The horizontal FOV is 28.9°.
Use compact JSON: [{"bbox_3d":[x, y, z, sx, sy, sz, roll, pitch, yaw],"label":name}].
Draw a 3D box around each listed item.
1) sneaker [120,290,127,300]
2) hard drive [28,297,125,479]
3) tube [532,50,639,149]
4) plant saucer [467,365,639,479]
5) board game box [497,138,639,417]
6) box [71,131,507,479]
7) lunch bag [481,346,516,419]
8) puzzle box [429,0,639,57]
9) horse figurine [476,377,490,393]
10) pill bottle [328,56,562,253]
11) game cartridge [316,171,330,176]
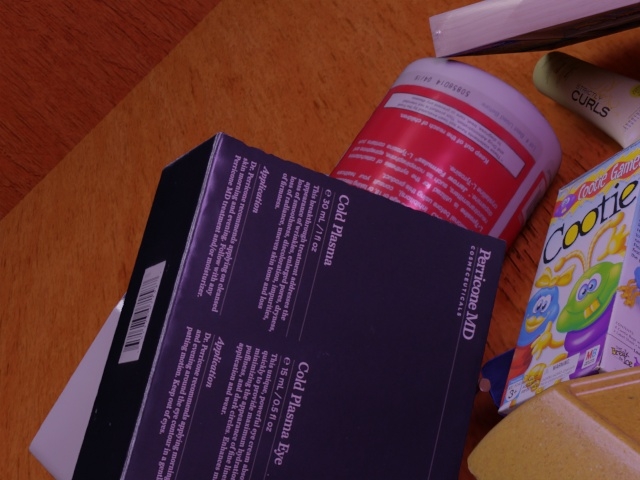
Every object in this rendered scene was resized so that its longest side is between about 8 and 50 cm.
[{"bbox_3d":[-0.188,0.090,1.892,0.315,0.127,0.182,-49,24,-6],"label":"sneaker"},{"bbox_3d":[-0.152,0.263,1.386,0.353,0.047,0.233,40,108,21],"label":"hard drive"},{"bbox_3d":[0.347,-0.179,1.532,0.240,0.062,0.070,-133,46,-59],"label":"tube"},{"bbox_3d":[0.317,0.157,0.859,0.333,0.080,0.333,-10,19,-18],"label":"plant saucer"},{"bbox_3d":[0.291,0.062,1.160,0.142,0.144,0.275,-36,25,51],"label":"board game box"},{"bbox_3d":[-0.028,0.121,1.177,0.179,0.313,0.343,-19,53,65],"label":"box"},{"bbox_3d":[0.212,0.161,1.261,0.067,0.065,0.098,-26,29,7],"label":"lunch bag"},{"bbox_3d":[0.363,-0.277,1.395,0.409,0.052,0.272,-9,2,41],"label":"puzzle box"},{"bbox_3d":[0.107,0.235,1.275,0.174,0.066,0.263,129,156,-60],"label":"horse figurine"},{"bbox_3d":[0.092,0.003,1.469,0.407,0.229,0.229,-55,27,-15],"label":"pill bottle"},{"bbox_3d":[0.000,0.000,1.739,0.294,0.060,0.196,15,59,45],"label":"game cartridge"}]
